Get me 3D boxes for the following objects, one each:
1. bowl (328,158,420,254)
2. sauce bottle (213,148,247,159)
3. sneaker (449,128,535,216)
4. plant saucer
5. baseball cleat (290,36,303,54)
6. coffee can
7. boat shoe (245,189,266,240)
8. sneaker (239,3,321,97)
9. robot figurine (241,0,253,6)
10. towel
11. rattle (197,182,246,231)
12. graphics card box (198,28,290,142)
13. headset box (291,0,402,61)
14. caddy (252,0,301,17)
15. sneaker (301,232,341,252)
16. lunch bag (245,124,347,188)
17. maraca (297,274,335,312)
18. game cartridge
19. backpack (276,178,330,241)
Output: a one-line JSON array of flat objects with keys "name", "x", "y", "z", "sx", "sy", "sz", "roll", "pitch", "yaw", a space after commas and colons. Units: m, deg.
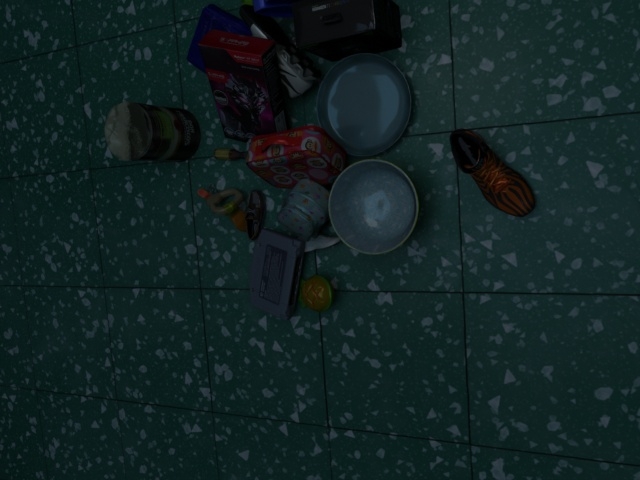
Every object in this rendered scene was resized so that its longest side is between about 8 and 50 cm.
[{"name": "bowl", "x": 0.184, "y": -0.109, "z": 1.738, "sx": 0.290, "sy": 0.156, "sz": 0.289, "roll": 3, "pitch": 98, "yaw": 23}, {"name": "sauce bottle", "x": -0.322, "y": -0.309, "z": 2.004, "sx": 0.128, "sy": 0.042, "sz": 0.042, "roll": 8, "pitch": 100, "yaw": 21}, {"name": "sneaker", "x": 0.473, "y": -0.187, "z": 1.583, "sx": 0.321, "sy": 0.180, "sz": 0.124, "roll": 48, "pitch": 113, "yaw": 12}, {"name": "plant saucer", "x": 0.138, "y": -0.428, "z": 1.770, "sx": 0.318, "sy": 0.044, "sz": 0.317, "roll": 5, "pitch": 103, "yaw": 23}, {"name": "baseball cleat", "x": -0.083, "y": -0.609, "z": 1.847, "sx": 0.206, "sy": 0.072, "sz": 0.109, "roll": -26, "pitch": 92, "yaw": 35}, {"name": "coffee can", "x": -0.593, "y": -0.381, "z": 1.987, "sx": 0.202, "sy": 0.275, "sz": 0.201, "roll": 4, "pitch": 99, "yaw": 24}, {"name": "boat shoe", "x": -0.233, "y": -0.089, "z": 1.976, "sx": 0.066, "sy": 0.066, "sz": 0.183, "roll": 0, "pitch": 99, "yaw": 17}, {"name": "sneaker", "x": -0.161, "y": -0.594, "z": 1.775, "sx": 0.330, "sy": 0.122, "sz": 0.146, "roll": 49, "pitch": 127, "yaw": -4}, {"name": "robot figurine", "x": -0.212, "y": -0.813, "z": 1.870, "sx": 0.115, "sy": 0.067, "sz": 0.101, "roll": -13, "pitch": 83, "yaw": 25}, {"name": "towel", "x": -0.324, "y": -0.660, "z": 1.921, "sx": 0.308, "sy": 0.076, "sz": 0.227, "roll": 36, "pitch": 109, "yaw": 23}, {"name": "rattle", "x": -0.350, "y": -0.124, "z": 2.048, "sx": 0.200, "sy": 0.143, "sz": 0.130, "roll": 10, "pitch": 69, "yaw": 38}, {"name": "graphics card box", "x": -0.236, "y": -0.477, "z": 1.801, "sx": 0.233, "sy": 0.094, "sz": 0.370, "roll": 17, "pitch": 144, "yaw": 20}, {"name": "headset box", "x": 0.081, "y": -0.637, "z": 1.643, "sx": 0.247, "sy": 0.283, "sz": 0.131, "roll": -4, "pitch": 96, "yaw": 24}, {"name": "caddy", "x": -0.059, "y": -0.788, "z": 1.671, "sx": 0.241, "sy": 0.342, "sz": 0.179, "roll": -162, "pitch": 67, "yaw": -66}, {"name": "sneaker", "x": 0.000, "y": 0.000, "z": 1.893, "sx": 0.152, "sy": 0.054, "sz": 0.061, "roll": -11, "pitch": 90, "yaw": 26}, {"name": "lunch bag", "x": -0.088, "y": -0.265, "z": 1.770, "sx": 0.293, "sy": 0.258, "sz": 0.120, "roll": -5, "pitch": 70, "yaw": 31}, {"name": "maraca", "x": -0.022, "y": 0.182, "z": 1.907, "sx": 0.186, "sy": 0.099, "sz": 0.127, "roll": -5, "pitch": 87, "yaw": 50}, {"name": "game cartridge", "x": -0.162, "y": 0.113, "z": 1.962, "sx": 0.196, "sy": 0.060, "sz": 0.294, "roll": 19, "pitch": 107, "yaw": 29}, {"name": "backpack", "x": -0.045, "y": -0.101, "z": 1.808, "sx": 0.166, "sy": 0.144, "sz": 0.188, "roll": 37, "pitch": 142, "yaw": 4}]
